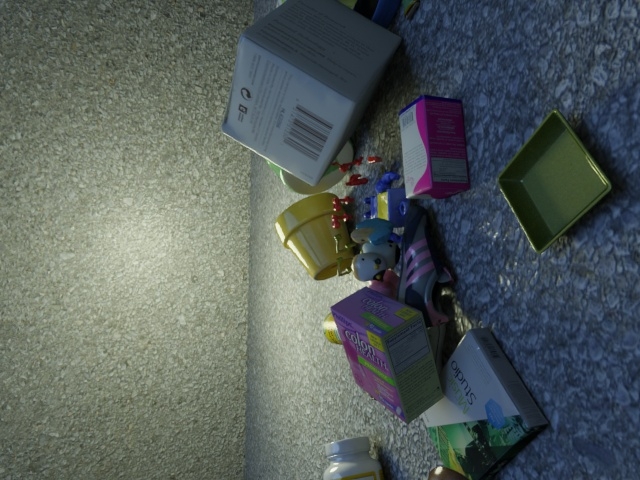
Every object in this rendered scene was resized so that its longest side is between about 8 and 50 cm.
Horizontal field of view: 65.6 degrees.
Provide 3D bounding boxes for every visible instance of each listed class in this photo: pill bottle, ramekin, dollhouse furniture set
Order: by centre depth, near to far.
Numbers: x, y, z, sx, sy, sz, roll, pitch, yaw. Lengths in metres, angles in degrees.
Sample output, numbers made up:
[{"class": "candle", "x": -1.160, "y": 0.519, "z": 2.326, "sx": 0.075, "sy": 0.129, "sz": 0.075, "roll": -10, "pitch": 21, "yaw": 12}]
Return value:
[{"class": "dollhouse furniture set", "x": 0.239, "y": -0.667, "z": 1.316, "sx": 0.152, "sy": 0.058, "sz": 0.076, "roll": 130, "pitch": 135, "yaw": -59}, {"class": "pill bottle", "x": 0.112, "y": 0.783, "z": 1.506, "sx": 0.188, "sy": 0.187, "sz": 0.334, "roll": 123, "pitch": 141, "yaw": -55}, {"class": "pill bottle", "x": 0.093, "y": 0.289, "z": 1.637, "sx": 0.208, "sy": 0.117, "sz": 0.118, "roll": 160, "pitch": 108, "yaw": -67}, {"class": "ramekin", "x": -0.032, "y": -0.302, "z": 1.715, "sx": 0.148, "sy": 0.303, "sz": 0.303, "roll": 62, "pitch": 146, "yaw": 38}]

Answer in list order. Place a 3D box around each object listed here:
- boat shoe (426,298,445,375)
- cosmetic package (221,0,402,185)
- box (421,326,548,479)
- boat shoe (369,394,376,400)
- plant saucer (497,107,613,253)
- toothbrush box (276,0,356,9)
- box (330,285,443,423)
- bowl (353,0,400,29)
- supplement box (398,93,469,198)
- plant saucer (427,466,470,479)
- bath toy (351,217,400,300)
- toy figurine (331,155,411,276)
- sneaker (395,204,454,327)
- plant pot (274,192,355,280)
[{"class": "boat shoe", "x": 0.264, "y": 0.253, "z": 1.252, "sx": 0.083, "sy": 0.075, "sz": 0.226, "roll": 166, "pitch": 102, "yaw": -68}, {"class": "cosmetic package", "x": -0.026, "y": -0.442, "z": 1.416, "sx": 0.394, "sy": 0.327, "sz": 0.329, "roll": -58, "pitch": -2, "yaw": -41}, {"class": "box", "x": 0.336, "y": 0.382, "z": 1.094, "sx": 0.232, "sy": 0.058, "sz": 0.322, "roll": -113, "pitch": 28, "yaw": -43}, {"class": "boat shoe", "x": 0.170, "y": 0.419, "z": 1.511, "sx": 0.066, "sy": 0.066, "sz": 0.183, "roll": -118, "pitch": 35, "yaw": -51}, {"class": "plant saucer", "x": 0.419, "y": -0.102, "z": 0.885, "sx": 0.188, "sy": 0.045, "sz": 0.188, "roll": 117, "pitch": 146, "yaw": -49}, {"class": "toothbrush box", "x": 0.002, "y": -0.770, "z": 1.514, "sx": 0.283, "sy": 0.206, "sz": 0.122, "roll": 128, "pitch": 136, "yaw": -57}, {"class": "box", "x": 0.154, "y": 0.262, "z": 1.173, "sx": 0.213, "sy": 0.117, "sz": 0.243, "roll": 21, "pitch": 133, "yaw": 58}, {"class": "bowl", "x": 0.150, "y": -0.810, "z": 1.519, "sx": 0.391, "sy": 0.077, "sz": 0.391, "roll": 179, "pitch": 90, "yaw": -69}, {"class": "supplement box", "x": 0.268, "y": -0.216, "z": 1.181, "sx": 0.111, "sy": 0.113, "sz": 0.220, "roll": 161, "pitch": 109, "yaw": -67}, {"class": "plant saucer", "x": 0.307, "y": 0.597, "z": 1.092, "sx": 0.198, "sy": 0.036, "sz": 0.199, "roll": 32, "pitch": 135, "yaw": 38}, {"class": "bath toy", "x": 0.169, "y": 0.120, "z": 1.306, "sx": 0.129, "sy": 0.151, "sz": 0.348, "roll": 30, "pitch": 141, "yaw": 56}, {"class": "toy figurine", "x": 0.162, "y": -0.061, "z": 1.373, "sx": 0.217, "sy": 0.191, "sz": 0.363, "roll": 6, "pitch": 98, "yaw": 64}, {"class": "sneaker", "x": 0.270, "y": 0.062, "z": 1.234, "sx": 0.131, "sy": 0.112, "sz": 0.319, "roll": -2, "pitch": 73, "yaw": 27}, {"class": "plant pot", "x": 0.000, "y": 0.000, "z": 1.735, "sx": 0.239, "sy": 0.254, "sz": 0.254, "roll": 63, "pitch": 150, "yaw": 19}]
